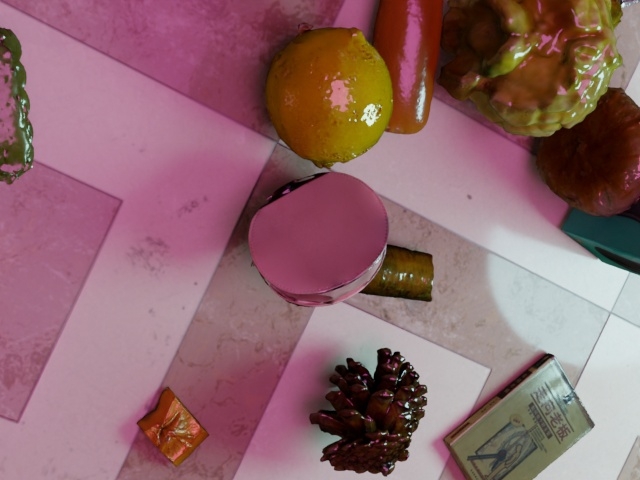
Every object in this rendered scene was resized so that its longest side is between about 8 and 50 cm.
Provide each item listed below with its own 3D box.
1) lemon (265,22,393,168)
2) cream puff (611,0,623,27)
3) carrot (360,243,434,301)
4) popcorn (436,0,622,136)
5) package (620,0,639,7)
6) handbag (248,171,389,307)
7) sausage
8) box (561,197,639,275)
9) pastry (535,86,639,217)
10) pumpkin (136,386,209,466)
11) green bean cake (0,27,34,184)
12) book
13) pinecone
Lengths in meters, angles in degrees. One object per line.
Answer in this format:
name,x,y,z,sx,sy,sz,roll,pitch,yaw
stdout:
lemon,0.012,-0.193,1.680,0.173,0.173,0.206,-15,122,-20
cream puff,0.428,-0.343,1.890,0.083,0.058,0.083,-18,109,-21
carrot,0.096,0.044,1.814,0.173,0.082,0.082,7,98,-22
popcorn,0.300,-0.283,1.762,0.258,0.224,0.270,42,90,-10
package,0.472,-0.419,1.917,0.037,0.015,0.110,-21,110,-19
handbag,0.000,0.001,1.703,0.205,0.116,0.179,-29,70,-11
sausage,0.119,-0.271,1.754,0.098,0.098,0.238,1,103,-24
box,0.534,-0.042,1.859,0.118,0.311,0.205,30,89,-31
pastry,0.415,-0.132,1.851,0.093,0.192,0.182,11,128,-49
pumpkin,-0.207,0.268,1.754,0.073,0.035,0.101,-46,112,-12
green bean cake,-0.461,-0.165,1.508,0.214,0.113,0.200,-9,105,-21
book,0.324,0.312,2.000,0.231,0.026,0.161,-38,113,-13
pinecone,0.074,0.250,1.802,0.195,0.150,0.179,-62,161,-15
